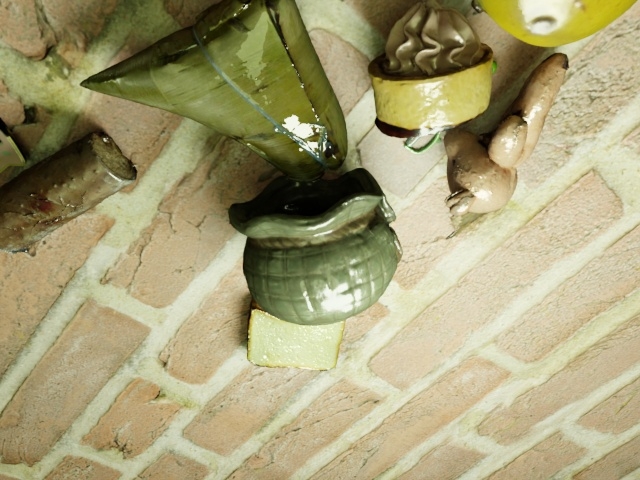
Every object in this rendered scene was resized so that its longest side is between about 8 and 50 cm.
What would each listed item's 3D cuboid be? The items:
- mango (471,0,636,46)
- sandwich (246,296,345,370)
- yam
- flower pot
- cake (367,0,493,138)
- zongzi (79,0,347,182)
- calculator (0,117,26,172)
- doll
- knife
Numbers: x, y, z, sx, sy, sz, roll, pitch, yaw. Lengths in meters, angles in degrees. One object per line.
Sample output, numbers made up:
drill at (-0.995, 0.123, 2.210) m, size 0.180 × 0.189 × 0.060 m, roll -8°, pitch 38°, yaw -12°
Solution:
mango at (0.352, -0.486, 0.710) m, size 0.301 × 0.220 × 0.445 m, roll 15°, pitch 118°, yaw -10°
sandwich at (-0.057, 0.209, 1.239) m, size 0.214 × 0.065 × 0.186 m, roll 3°, pitch 124°, yaw -6°
yam at (-0.472, -0.088, 0.983) m, size 0.279 × 0.131 × 0.131 m, roll -28°, pitch 121°, yaw 12°
flower pot at (0.000, 0.000, 0.983) m, size 0.301 × 0.302 × 0.213 m, roll -11°, pitch 112°, yaw 4°
cake at (0.160, -0.277, 0.857) m, size 0.207 × 0.185 × 0.178 m, roll -12°, pitch 122°, yaw 18°
zongzi at (-0.157, -0.203, 0.900) m, size 0.360 × 0.160 × 0.323 m, roll -21°, pitch 121°, yaw 10°
calculator at (-0.636, -0.200, 0.955) m, size 0.157 × 0.033 × 0.236 m, roll -28°, pitch 118°, yaw 16°
doll at (0.305, -0.192, 0.955) m, size 0.156 × 0.201 × 0.303 m, roll 32°, pitch 116°, yaw 20°
knife at (0.240, -0.233, 0.991) m, size 0.054 × 0.015 × 0.212 m, roll 32°, pitch 116°, yaw -23°
